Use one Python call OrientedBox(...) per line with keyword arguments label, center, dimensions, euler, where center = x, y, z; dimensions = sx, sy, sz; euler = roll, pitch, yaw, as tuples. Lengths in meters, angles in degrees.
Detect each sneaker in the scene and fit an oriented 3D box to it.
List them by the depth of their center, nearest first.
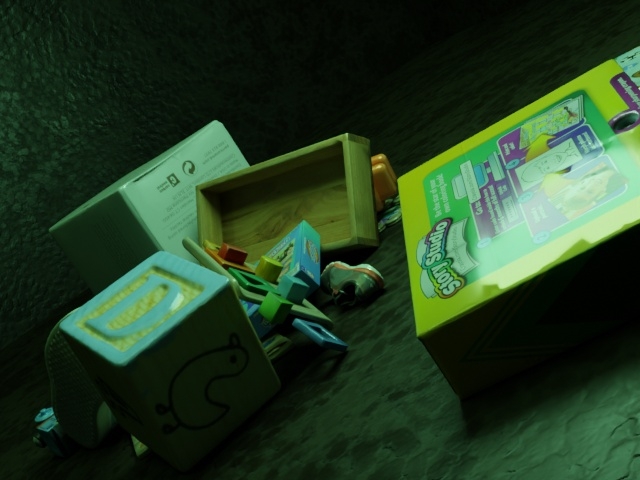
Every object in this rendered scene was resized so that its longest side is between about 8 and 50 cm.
OrientedBox(label="sneaker", center=(0.034, 0.074, 1.415), dimensions=(0.065, 0.061, 0.158), euler=(-48, 16, -26))
OrientedBox(label="sneaker", center=(-0.347, 0.188, 1.445), dimensions=(0.150, 0.135, 0.366), euler=(-51, -7, -41))

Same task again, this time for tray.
OrientedBox(label="tray", center=(-0.075, -0.051, 1.736), dimensions=(0.411, 0.202, 0.076), euler=(-14, -14, 40))

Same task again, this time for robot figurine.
OrientedBox(label="robot figurine", center=(0.042, -0.094, 1.788), dimensions=(0.219, 0.158, 0.128), euler=(-21, -24, 17))

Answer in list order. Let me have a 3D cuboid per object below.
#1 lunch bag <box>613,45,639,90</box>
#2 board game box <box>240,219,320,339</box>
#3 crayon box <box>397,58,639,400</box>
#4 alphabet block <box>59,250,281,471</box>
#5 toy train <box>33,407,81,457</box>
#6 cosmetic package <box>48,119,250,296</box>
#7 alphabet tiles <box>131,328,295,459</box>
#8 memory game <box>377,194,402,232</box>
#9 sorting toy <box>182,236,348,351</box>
OrientedBox(label="lunch bag", center=(0.466, -0.200, 1.268), dimensions=(0.243, 0.115, 0.303), euler=(-19, 17, 40))
OrientedBox(label="board game box", center=(-0.071, 0.068, 1.537), dimensions=(0.160, 0.047, 0.210), euler=(-42, 18, 17))
OrientedBox(label="crayon box", center=(0.251, -0.030, 1.010), dimensions=(0.313, 0.106, 0.363), euler=(-30, 24, 17))
OrientedBox(label="alphabet block", center=(-0.204, 0.159, 1.232), dimensions=(0.192, 0.197, 0.193), euler=(-39, 33, -24))
OrientedBox(label="toy train", center=(-0.428, 0.311, 1.617), dimensions=(0.184, 0.080, 0.105), euler=(-38, 22, -33))
OrientedBox(label="cosmetic package", center=(-0.353, -0.019, 2.111), dimensions=(0.394, 0.327, 0.329), euler=(-20, 18, 49))
OrientedBox(label="alphabet tiles", center=(-0.185, 0.233, 1.455), dimensions=(0.285, 0.011, 0.342), euler=(-35, 12, -11))
OrientedBox(label="memory game", center=(0.118, -0.046, 1.771), dimensions=(0.186, 0.012, 0.186), euler=(-31, 13, 8))
OrientedBox(label="sorting toy", center=(-0.087, 0.052, 1.309), dimensions=(0.348, 0.196, 0.047), euler=(35, 97, 50))
